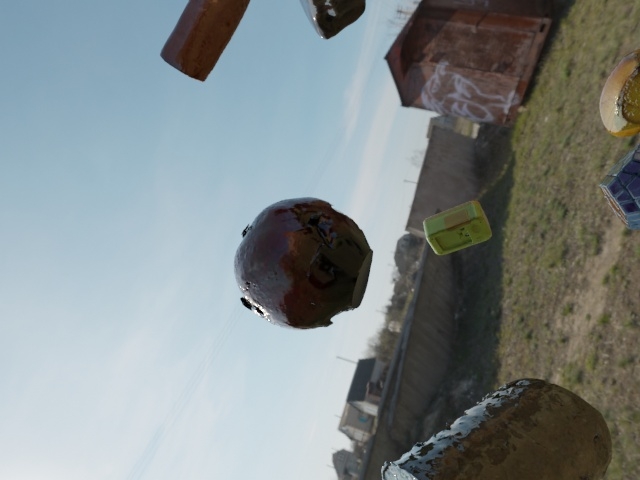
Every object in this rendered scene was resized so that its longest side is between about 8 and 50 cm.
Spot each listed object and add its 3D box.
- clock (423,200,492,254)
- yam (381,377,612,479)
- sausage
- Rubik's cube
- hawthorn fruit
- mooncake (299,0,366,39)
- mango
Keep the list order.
[{"bbox_3d":[0.474,-0.042,1.443,0.143,0.202,0.096,47,-147,-38],"label":"clock"},{"bbox_3d":[0.184,0.236,0.424,0.238,0.128,0.130,-17,-71,-34],"label":"yam"},{"bbox_3d":[-0.233,-0.475,0.885,0.259,0.113,0.113,-54,-9,14],"label":"sausage"},{"bbox_3d":[1.164,-0.187,1.449,0.319,0.318,0.264,74,-153,-67],"label":"Rubik's cube"},{"bbox_3d":[-0.031,0.056,0.899,0.316,0.315,0.316,16,-90,-77],"label":"hawthorn fruit"},{"bbox_3d":[0.009,-0.655,0.964,0.326,0.174,0.334,61,-173,-54],"label":"mooncake"},{"bbox_3d":[0.835,-0.385,1.107,0.126,0.154,0.252,-41,-36,-16],"label":"mango"}]
